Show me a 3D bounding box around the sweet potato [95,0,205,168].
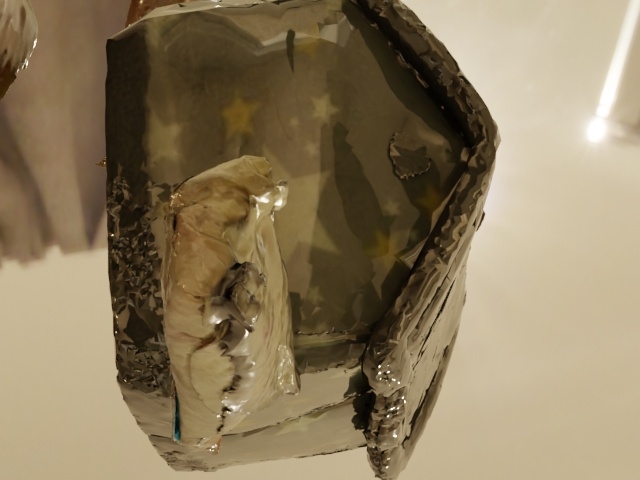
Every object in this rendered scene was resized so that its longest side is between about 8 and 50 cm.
[{"bbox_3d":[-0.111,-0.200,1.302,0.072,0.066,0.314,32,-74,25],"label":"sweet potato"}]

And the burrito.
[{"bbox_3d":[-0.028,0.026,0.518,0.042,0.171,0.051,18,-111,9],"label":"burrito"}]

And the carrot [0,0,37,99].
[{"bbox_3d":[-0.186,-0.116,0.627,0.114,0.302,0.114,-1,-101,5],"label":"carrot"}]

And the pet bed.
[{"bbox_3d":[0.000,0.000,0.736,0.159,0.211,0.183,-5,-111,2],"label":"pet bed"}]

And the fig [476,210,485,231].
[{"bbox_3d":[0.032,0.036,1.104,0.124,0.124,0.236,34,-123,17],"label":"fig"}]
